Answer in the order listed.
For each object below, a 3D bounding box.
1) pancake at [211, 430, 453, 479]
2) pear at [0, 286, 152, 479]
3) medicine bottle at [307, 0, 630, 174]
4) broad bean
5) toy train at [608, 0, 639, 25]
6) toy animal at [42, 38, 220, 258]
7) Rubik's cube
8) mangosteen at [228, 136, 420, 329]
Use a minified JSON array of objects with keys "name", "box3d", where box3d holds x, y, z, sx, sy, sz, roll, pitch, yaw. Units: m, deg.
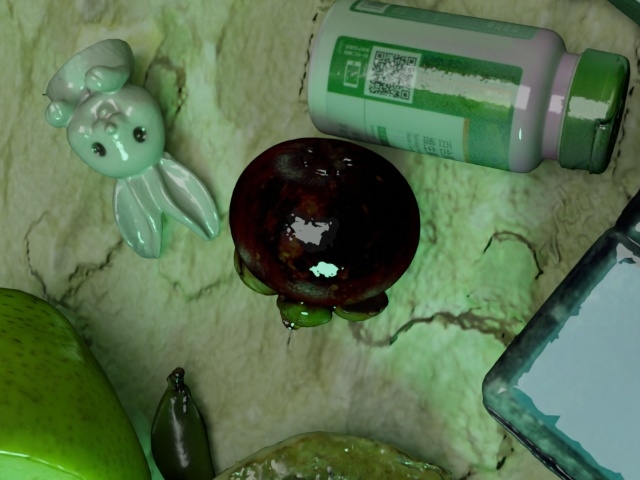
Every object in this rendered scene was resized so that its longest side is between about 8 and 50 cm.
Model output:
[{"name":"pancake","box3d":[0.014,0.349,1.039,0.356,0.065,0.356,0,94,-3]},{"name":"pear","box3d":[-0.302,0.185,1.088,0.238,0.342,0.318,-26,42,1]},{"name":"medicine bottle","box3d":[0.135,-0.137,1.006,0.274,0.133,0.133,12,94,18]},{"name":"broad bean","box3d":[-0.138,0.235,1.140,0.070,0.048,0.213,-2,93,17]},{"name":"toy train","box3d":[0.310,-0.250,0.973,0.253,0.105,0.157,41,88,12]},{"name":"toy animal","box3d":[-0.193,-0.086,1.119,0.104,0.131,0.221,-29,84,1]},{"name":"Rubik's cube","box3d":[0.353,0.083,0.844,0.316,0.313,0.318,42,103,13]},{"name":"mangosteen","box3d":[0.000,0.000,1.044,0.200,0.200,0.200,0,90,18]}]
